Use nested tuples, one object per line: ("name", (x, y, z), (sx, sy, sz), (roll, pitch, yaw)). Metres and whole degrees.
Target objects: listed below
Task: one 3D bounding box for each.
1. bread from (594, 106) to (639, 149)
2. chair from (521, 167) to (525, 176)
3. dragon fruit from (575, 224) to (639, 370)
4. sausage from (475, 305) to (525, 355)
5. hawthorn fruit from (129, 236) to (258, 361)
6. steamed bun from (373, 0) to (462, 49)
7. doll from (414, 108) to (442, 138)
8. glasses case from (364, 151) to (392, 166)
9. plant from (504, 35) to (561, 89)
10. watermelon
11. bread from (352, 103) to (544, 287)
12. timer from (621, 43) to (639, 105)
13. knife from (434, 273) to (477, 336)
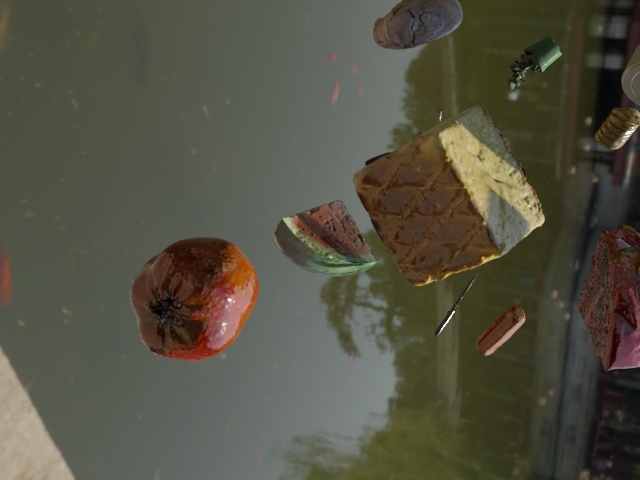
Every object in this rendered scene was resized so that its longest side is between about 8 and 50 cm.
("bread", (0.452, -0.169, 1.215), (0.088, 0.049, 0.034), (112, -12, -59))
("chair", (0.380, -0.072, 1.908), (0.221, 0.140, 0.145), (115, -18, -58))
("dragon fruit", (0.707, 0.122, 1.736), (0.240, 0.330, 0.303), (-176, -90, -68))
("sausage", (0.346, 0.172, 1.533), (0.041, 0.039, 0.131), (-1, 141, -33))
("hawthorn fruit", (-0.266, 0.125, 1.834), (0.330, 0.286, 0.287), (-21, 118, -63))
("steamed bun", (0.199, -0.470, 1.697), (0.145, 0.175, 0.106), (-129, -164, -71))
("doll", (0.326, -0.259, 2.060), (0.091, 0.203, 0.286), (-12, 149, -23))
("glasses case", (0.163, -0.217, 2.174), (0.033, 0.083, 0.023), (59, 16, -46))
("plant", (0.339, -0.287, 1.302), (0.102, 0.051, 0.051), (-37, 156, 6))
("watermelon", (0.000, 0.000, 1.832), (0.260, 0.256, 0.176), (-17, 110, -37))
("bread", (0.252, -0.085, 1.603), (0.207, 0.279, 0.279), (-31, 96, -38))
("timer", (0.719, -0.407, 1.588), (0.266, 0.175, 0.175), (-67, 155, -20))
("knife", (0.300, 0.142, 1.766), (0.170, 0.010, 0.023), (-54, -172, -7))
